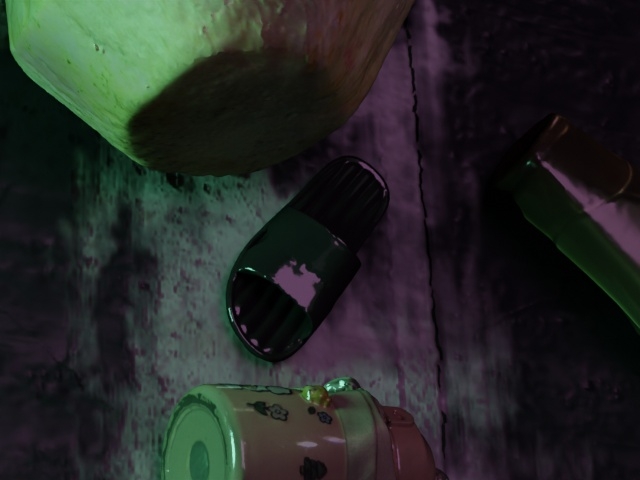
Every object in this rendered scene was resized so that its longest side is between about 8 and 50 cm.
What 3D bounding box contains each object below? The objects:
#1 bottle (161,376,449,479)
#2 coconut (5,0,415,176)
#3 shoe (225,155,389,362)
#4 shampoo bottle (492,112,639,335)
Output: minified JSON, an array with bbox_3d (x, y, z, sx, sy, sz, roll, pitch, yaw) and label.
[{"bbox_3d":[-0.003,0.123,1.073,0.152,0.099,0.099,3,65,-31],"label":"bottle"},{"bbox_3d":[-0.060,-0.176,1.104,0.259,0.259,0.259,12,61,-22],"label":"coconut"},{"bbox_3d":[0.000,0.000,1.157,0.062,0.053,0.159,42,51,-8],"label":"shoe"},{"bbox_3d":[0.262,0.046,1.251,0.350,0.084,0.125,36,51,-7],"label":"shampoo bottle"}]
